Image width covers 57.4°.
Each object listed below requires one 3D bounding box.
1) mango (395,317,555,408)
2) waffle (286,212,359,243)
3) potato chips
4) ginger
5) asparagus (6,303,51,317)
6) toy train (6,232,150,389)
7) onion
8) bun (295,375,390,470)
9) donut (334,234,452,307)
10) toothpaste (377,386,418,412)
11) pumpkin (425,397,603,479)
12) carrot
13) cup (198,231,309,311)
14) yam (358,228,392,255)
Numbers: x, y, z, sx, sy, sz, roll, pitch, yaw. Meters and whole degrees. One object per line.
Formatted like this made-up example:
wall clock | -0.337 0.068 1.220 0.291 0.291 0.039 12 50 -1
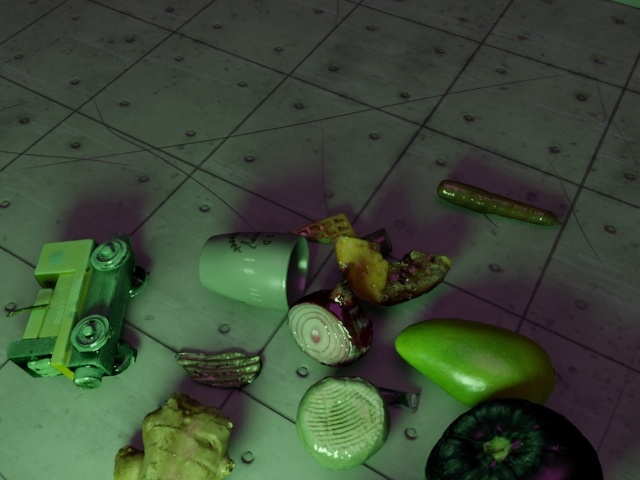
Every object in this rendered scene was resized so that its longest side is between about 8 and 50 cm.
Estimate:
mango | 0.331 0.267 1.272 0.343 0.156 0.192 14 47 15
waffle | 0.000 0.000 1.554 0.191 0.032 0.125 -21 58 -12
potato chips | -0.236 0.294 1.335 0.207 0.028 0.092 2 52 0
ginger | -0.316 0.480 1.118 0.236 0.166 0.375 23 51 6
asparagus | -0.654 0.156 1.306 0.114 0.014 0.015 -12 38 14
toy train | -0.557 0.159 1.367 0.253 0.160 0.397 -6 54 7
onion | 0.038 0.167 1.314 0.195 0.218 0.140 36 34 31
bun | 0.048 0.376 1.215 0.195 0.118 0.195 -2 58 4
donut | 0.160 0.087 1.425 0.295 0.112 0.151 10 87 -8
toothpaste | 0.132 0.341 1.296 0.170 0.028 0.045 13 61 5
pumpkin | 0.353 0.454 1.083 0.315 0.238 0.315 -18 36 14
carrot | 0.487 -0.095 1.597 0.342 0.070 0.070 17 55 6
cup | -0.150 0.052 1.446 0.234 0.186 0.258 8 24 16
yam | 0.120 0.023 1.509 0.146 0.070 0.070 -25 57 -8
